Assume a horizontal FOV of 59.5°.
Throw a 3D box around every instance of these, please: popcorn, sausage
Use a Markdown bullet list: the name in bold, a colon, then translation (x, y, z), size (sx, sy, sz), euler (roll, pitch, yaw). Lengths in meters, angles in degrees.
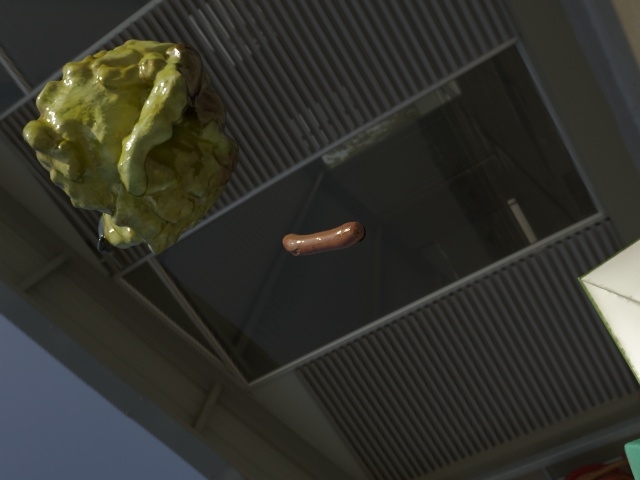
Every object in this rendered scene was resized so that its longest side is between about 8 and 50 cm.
- **popcorn**: translation (-0.230, -0.121, 0.731), size (0.293, 0.237, 0.292), euler (170, 90, -88)
- **sausage**: translation (0.000, 0.000, 0.956), size (0.043, 0.186, 0.043), euler (10, -104, -43)

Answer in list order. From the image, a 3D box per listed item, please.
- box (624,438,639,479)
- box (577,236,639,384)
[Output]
- **box**: translation (0.341, 0.118, 0.346), size (0.162, 0.229, 0.041), euler (130, 128, -70)
- **box**: translation (0.419, 0.074, 0.576), size (0.148, 0.195, 0.177), euler (29, -147, -30)
